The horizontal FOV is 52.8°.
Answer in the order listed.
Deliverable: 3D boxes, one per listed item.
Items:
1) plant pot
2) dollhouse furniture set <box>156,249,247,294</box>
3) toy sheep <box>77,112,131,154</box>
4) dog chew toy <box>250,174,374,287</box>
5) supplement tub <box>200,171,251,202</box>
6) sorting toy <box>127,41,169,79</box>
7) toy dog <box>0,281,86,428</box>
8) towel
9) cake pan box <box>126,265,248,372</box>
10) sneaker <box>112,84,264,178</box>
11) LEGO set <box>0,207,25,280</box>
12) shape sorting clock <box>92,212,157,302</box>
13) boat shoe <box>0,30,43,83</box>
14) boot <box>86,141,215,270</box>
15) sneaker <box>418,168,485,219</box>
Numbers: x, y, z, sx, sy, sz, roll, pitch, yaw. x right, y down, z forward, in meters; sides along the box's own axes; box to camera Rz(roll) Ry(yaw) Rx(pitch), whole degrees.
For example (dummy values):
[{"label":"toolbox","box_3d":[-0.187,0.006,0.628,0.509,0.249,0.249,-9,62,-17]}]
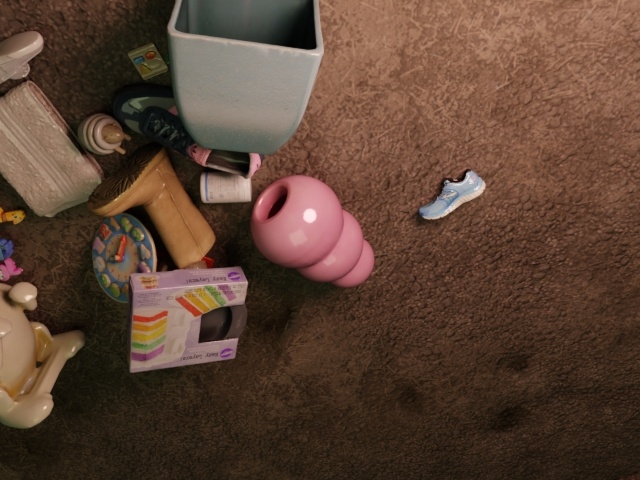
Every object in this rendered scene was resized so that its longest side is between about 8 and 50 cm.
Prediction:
[{"label":"plant pot","box_3d":[-0.142,-0.299,1.169,0.247,0.247,0.252,6,133,-9]},{"label":"dollhouse furniture set","box_3d":[-0.350,0.138,1.597,0.262,0.135,0.259,22,113,-20]},{"label":"toy sheep","box_3d":[-0.443,-0.214,1.304,0.132,0.091,0.091,5,138,37]},{"label":"dog chew toy","box_3d":[0.000,0.000,1.447,0.207,0.206,0.332,-34,131,21]},{"label":"supplement tub","box_3d":[-0.206,-0.117,1.412,0.107,0.071,0.071,-2,129,-4]},{"label":"sorting toy","box_3d":[-0.323,-0.351,1.251,0.083,0.012,0.062,-18,127,11]},{"label":"toy dog","box_3d":[-0.830,0.207,1.535,0.396,0.284,0.408,-5,131,27]},{"label":"towel","box_3d":[-0.593,-0.179,1.349,0.187,0.049,0.282,-21,127,12]},{"label":"cake pan box","box_3d":[-0.304,0.179,1.475,0.267,0.070,0.245,-2,127,-25]},{"label":"sneaker","box_3d":[-0.261,-0.214,1.290,0.319,0.131,0.112,15,126,-15]},{"label":"LEGO set","box_3d":[-0.706,-0.023,1.435,0.093,0.087,0.227,-10,110,-5]},{"label":"shape sorting clock","box_3d":[-0.449,0.040,1.462,0.206,0.206,0.040,-44,157,27]},{"label":"boat shoe","box_3d":[-0.588,-0.332,1.219,0.184,0.066,0.063,-24,140,12]},{"label":"boot","box_3d":[-0.343,-0.040,1.374,0.089,0.236,0.269,8,134,34]},{"label":"sneaker","box_3d":[0.290,-0.109,1.473,0.162,0.063,0.073,-33,106,16]}]
